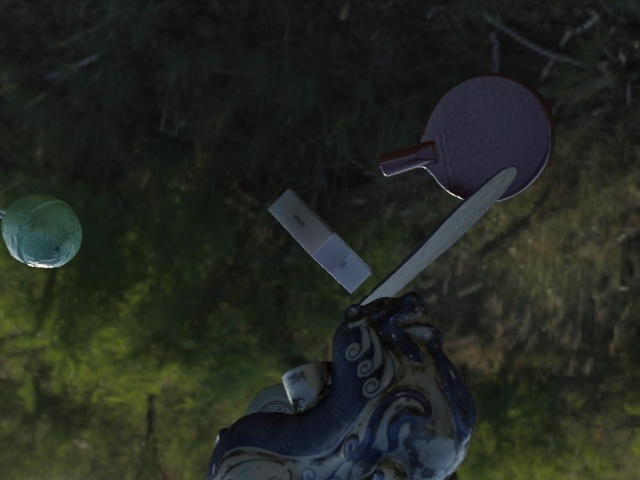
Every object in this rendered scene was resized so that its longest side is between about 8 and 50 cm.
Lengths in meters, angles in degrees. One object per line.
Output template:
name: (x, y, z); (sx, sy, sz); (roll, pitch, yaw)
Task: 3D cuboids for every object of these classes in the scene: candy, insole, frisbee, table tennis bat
candy: (-0.562, -0.062, 1.703); (0.439, 0.119, 0.119); (21, 173, 32)
insole: (0.162, 0.009, 1.473); (0.328, 0.007, 0.111); (-43, 156, 9)
frisbee: (-0.049, 0.226, 1.225); (0.110, 0.110, 0.014); (-3, 168, 32)
table tennis bat: (0.227, -0.152, 1.625); (0.310, 0.201, 0.038); (-12, 176, 39)

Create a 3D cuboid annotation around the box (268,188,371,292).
box: (0.000, 0.000, 1.556); (0.130, 0.051, 0.129); (45, -179, 41)

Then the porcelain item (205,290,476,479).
porcelain item: (0.007, 0.178, 0.961); (0.288, 0.186, 0.138); (-32, 149, 28)
